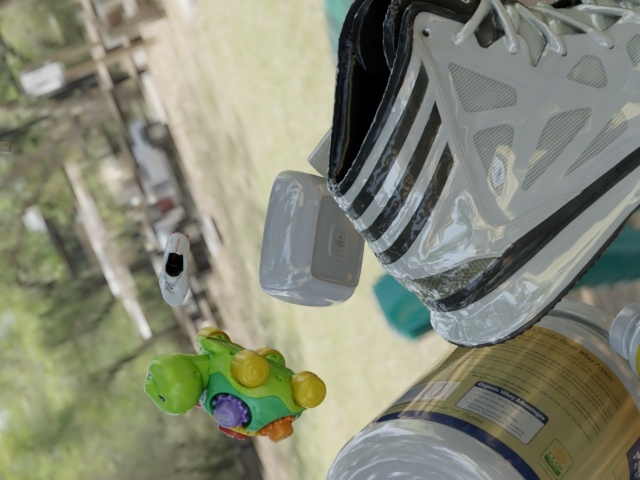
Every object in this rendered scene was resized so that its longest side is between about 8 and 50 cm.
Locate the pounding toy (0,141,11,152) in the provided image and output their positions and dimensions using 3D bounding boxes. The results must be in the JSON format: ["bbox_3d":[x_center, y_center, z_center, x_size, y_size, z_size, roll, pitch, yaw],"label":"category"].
[{"bbox_3d":[-0.398,-0.105,1.632,0.130,0.141,0.100,-5,107,40],"label":"pounding toy"}]

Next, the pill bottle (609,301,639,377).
[{"bbox_3d":[0.293,0.094,1.393,0.116,0.065,0.065,33,150,45],"label":"pill bottle"}]

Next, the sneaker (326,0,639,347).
[{"bbox_3d":[0.185,-0.153,1.306,0.257,0.447,0.169,46,173,-27],"label":"sneaker"}]

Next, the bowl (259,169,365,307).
[{"bbox_3d":[0.000,0.000,1.836,0.142,0.053,0.142,16,-101,-51],"label":"bowl"}]

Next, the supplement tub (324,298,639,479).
[{"bbox_3d":[0.168,0.203,1.550,0.228,0.316,0.228,16,121,28],"label":"supplement tub"}]

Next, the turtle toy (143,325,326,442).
[{"bbox_3d":[-0.064,0.105,1.222,0.130,0.066,0.095,22,-179,-28],"label":"turtle toy"}]

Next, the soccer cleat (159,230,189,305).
[{"bbox_3d":[-0.133,0.030,1.557,0.035,0.029,0.083,-79,0,-53],"label":"soccer cleat"}]

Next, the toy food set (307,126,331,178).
[{"bbox_3d":[0.116,-0.151,2.091,0.092,0.220,0.306,39,-171,15],"label":"toy food set"}]
